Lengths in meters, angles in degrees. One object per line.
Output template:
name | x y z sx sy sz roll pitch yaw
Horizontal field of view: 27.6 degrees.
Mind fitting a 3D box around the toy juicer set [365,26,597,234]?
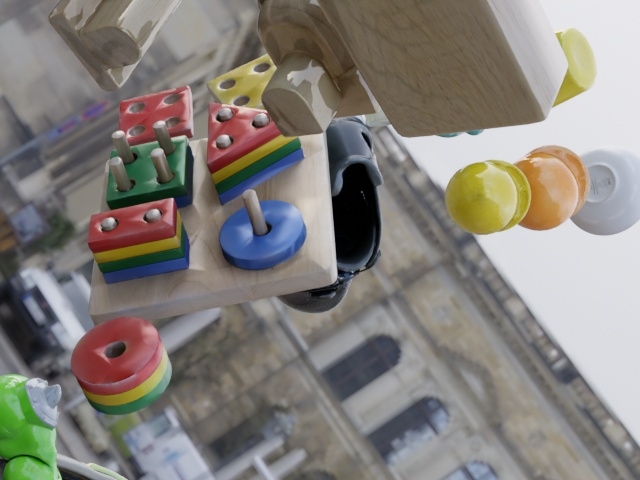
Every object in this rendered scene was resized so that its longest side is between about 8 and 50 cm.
toy juicer set | 0.084 -0.109 0.945 0.329 0.090 0.209 24 61 -43

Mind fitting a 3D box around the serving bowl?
serving bowl | 0.249 -0.047 1.154 0.083 0.083 0.027 51 17 30

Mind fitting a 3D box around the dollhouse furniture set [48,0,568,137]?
dollhouse furniture set | -0.006 -0.121 0.404 0.151 0.123 0.144 -4 -46 37

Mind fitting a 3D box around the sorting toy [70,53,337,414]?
sorting toy | -0.063 -0.031 0.720 0.274 0.132 0.046 -93 170 -48

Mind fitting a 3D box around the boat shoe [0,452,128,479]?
boat shoe | -0.165 0.207 0.889 0.305 0.109 0.091 37 -15 -37

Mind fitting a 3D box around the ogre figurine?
ogre figurine | -0.222 0.119 0.736 0.197 0.118 0.097 15 -1 28

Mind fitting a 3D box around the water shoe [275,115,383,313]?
water shoe | 0.000 0.000 0.860 0.203 0.073 0.080 91 -19 -50
